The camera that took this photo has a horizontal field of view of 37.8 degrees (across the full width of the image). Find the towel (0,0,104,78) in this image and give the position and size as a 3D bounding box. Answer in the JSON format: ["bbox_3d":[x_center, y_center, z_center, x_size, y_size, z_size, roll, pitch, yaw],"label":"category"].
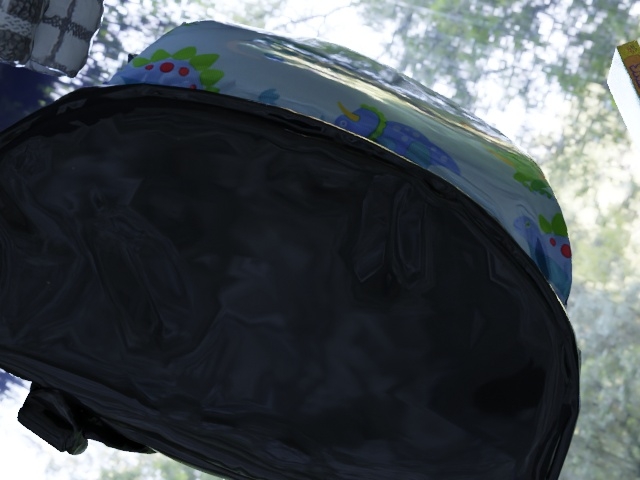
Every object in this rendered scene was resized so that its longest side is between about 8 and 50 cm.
[{"bbox_3d":[-0.205,-0.210,0.366,0.121,0.284,0.234,-20,-54,-82],"label":"towel"}]

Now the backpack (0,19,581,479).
[{"bbox_3d":[0.000,0.000,0.543,0.355,0.290,0.273,49,-116,-82],"label":"backpack"}]

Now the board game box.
[{"bbox_3d":[0.446,-0.125,1.229,0.124,0.039,0.259,46,-153,-73],"label":"board game box"}]
